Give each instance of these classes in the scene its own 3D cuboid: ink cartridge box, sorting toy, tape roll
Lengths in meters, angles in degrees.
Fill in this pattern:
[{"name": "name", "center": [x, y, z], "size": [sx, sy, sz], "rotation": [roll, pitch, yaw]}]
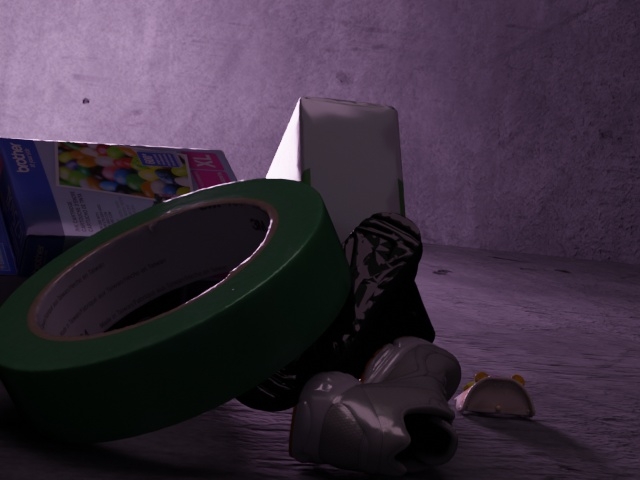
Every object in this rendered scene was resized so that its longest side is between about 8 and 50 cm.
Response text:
[{"name": "ink cartridge box", "center": [0.000, 0.000, 1.496], "size": [0.117, 0.201, 0.278], "rotation": [5, -29, -14]}, {"name": "sorting toy", "center": [0.182, 0.171, 1.450], "size": [0.083, 0.044, 0.075], "rotation": [6, -14, -14]}, {"name": "tape roll", "center": [-0.134, 0.053, 1.173], "size": [0.321, 0.077, 0.321], "rotation": [-20, 21, 8]}, {"name": "ink cartridge box", "center": [-0.227, -0.034, 1.396], "size": [0.311, 0.065, 0.185], "rotation": [0, 36, -24]}]

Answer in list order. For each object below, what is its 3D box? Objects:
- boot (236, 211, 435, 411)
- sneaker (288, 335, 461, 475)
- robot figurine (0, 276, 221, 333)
[{"name": "boot", "center": [0.023, 0.114, 1.286], "size": [0.094, 0.246, 0.207], "rotation": [30, -28, 28]}, {"name": "sneaker", "center": [0.081, 0.160, 1.182], "size": [0.121, 0.099, 0.262], "rotation": [18, 17, 27]}, {"name": "robot figurine", "center": [-0.248, 0.039, 1.485], "size": [0.278, 0.173, 0.209], "rotation": [6, -39, -18]}]
